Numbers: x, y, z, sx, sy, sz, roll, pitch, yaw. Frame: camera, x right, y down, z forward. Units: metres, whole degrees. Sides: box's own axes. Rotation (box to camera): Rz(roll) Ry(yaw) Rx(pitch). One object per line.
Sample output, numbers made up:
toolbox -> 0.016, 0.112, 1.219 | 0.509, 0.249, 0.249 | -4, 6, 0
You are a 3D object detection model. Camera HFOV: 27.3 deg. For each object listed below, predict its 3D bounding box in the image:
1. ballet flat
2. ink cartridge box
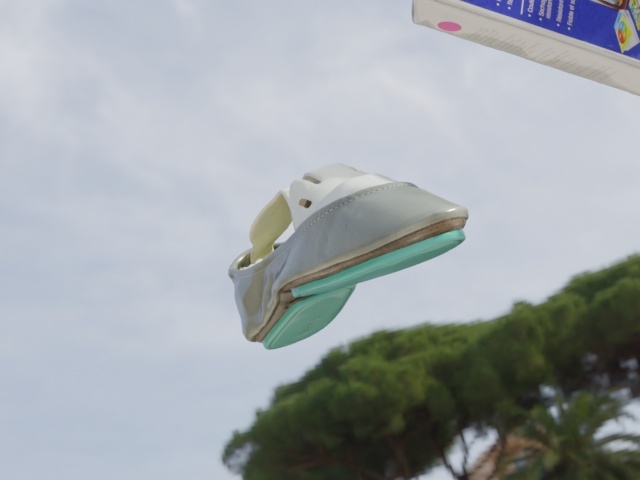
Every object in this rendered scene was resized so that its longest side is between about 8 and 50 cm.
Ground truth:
ballet flat -> 0.000, 0.000, 0.628 | 0.072, 0.068, 0.213 | -16, -10, -24
ink cartridge box -> 0.192, -0.244, 1.125 | 0.370, 0.176, 0.069 | 15, -16, -21
